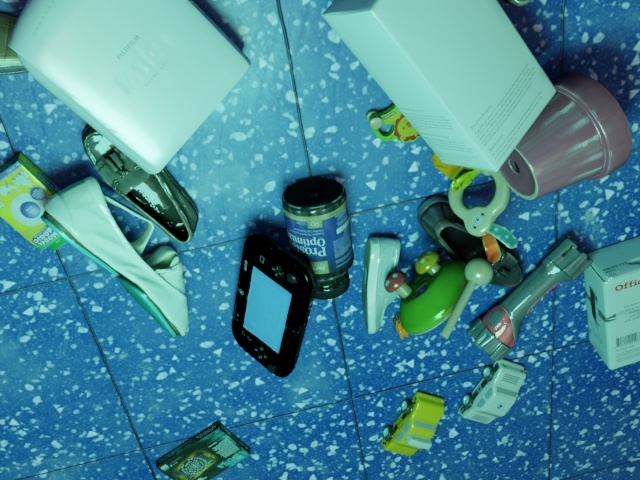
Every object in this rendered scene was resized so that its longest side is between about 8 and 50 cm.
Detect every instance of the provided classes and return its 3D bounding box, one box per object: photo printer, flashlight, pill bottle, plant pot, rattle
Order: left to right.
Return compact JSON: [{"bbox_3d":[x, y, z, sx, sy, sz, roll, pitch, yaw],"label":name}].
[{"bbox_3d":[-0.296,-0.293,1.121,0.256,0.107,0.307,-49,120,-4],"label":"photo printer"},{"bbox_3d":[0.000,0.000,1.388,0.122,0.123,0.219,-12,122,-4],"label":"pill bottle"},{"bbox_3d":[0.287,-0.071,1.344,0.130,0.200,0.143,-9,159,19],"label":"rattle"},{"bbox_3d":[0.461,0.130,1.584,0.103,0.103,0.304,43,103,1],"label":"flashlight"},{"bbox_3d":[0.417,-0.172,1.297,0.180,0.201,0.201,-33,124,-9],"label":"plant pot"}]

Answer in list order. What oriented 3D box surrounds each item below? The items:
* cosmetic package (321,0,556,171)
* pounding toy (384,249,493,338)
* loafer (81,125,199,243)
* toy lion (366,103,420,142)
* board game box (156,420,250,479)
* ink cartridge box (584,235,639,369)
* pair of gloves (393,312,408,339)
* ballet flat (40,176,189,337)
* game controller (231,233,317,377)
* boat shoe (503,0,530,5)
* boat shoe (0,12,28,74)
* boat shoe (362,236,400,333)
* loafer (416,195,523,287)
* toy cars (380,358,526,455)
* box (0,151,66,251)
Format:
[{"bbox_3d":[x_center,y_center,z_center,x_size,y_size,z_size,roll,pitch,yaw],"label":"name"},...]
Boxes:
[{"bbox_3d":[0.203,-0.306,1.185,0.197,0.155,0.365,-51,119,-10],"label":"cosmetic package"},{"bbox_3d":[0.208,0.083,1.398,0.110,0.237,0.183,44,77,-11],"label":"pounding toy"},{"bbox_3d":[-0.312,-0.099,1.284,0.096,0.084,0.267,-37,121,11],"label":"loafer"},{"bbox_3d":[0.147,-0.217,1.341,0.100,0.034,0.096,-29,130,7],"label":"toy lion"},{"bbox_3d":[-0.276,0.513,1.708,0.186,0.026,0.126,-33,122,9],"label":"board game box"},{"bbox_3d":[0.710,0.133,1.623,0.196,0.114,0.273,-18,124,1],"label":"ink cartridge box"},{"bbox_3d":[0.204,0.180,1.610,0.083,0.010,0.074,-20,122,-2],"label":"pair of gloves"},{"bbox_3d":[-0.336,0.035,1.337,0.139,0.139,0.400,-30,131,7],"label":"ballet flat"},{"bbox_3d":[-0.098,0.132,1.420,0.166,0.067,0.319,28,132,16],"label":"game controller"},{"bbox_3d":[0.337,-0.538,1.137,0.116,0.097,0.325,2,121,-13],"label":"boat shoe"},{"bbox_3d":[-0.565,-0.287,1.114,0.285,0.103,0.092,-7,152,-23],"label":"boat shoe"},{"bbox_3d":[0.132,0.097,1.501,0.081,0.079,0.228,-2,119,-6],"label":"boat shoe"},{"bbox_3d":[0.316,0.026,1.485,0.302,0.095,0.109,35,109,-28],"label":"loafer"},{"bbox_3d":[0.324,0.421,1.739,0.393,0.087,0.177,-24,123,3],"label":"toy cars"},{"bbox_3d":[-0.509,-0.058,1.295,0.105,0.043,0.179,-34,124,10],"label":"box"}]
